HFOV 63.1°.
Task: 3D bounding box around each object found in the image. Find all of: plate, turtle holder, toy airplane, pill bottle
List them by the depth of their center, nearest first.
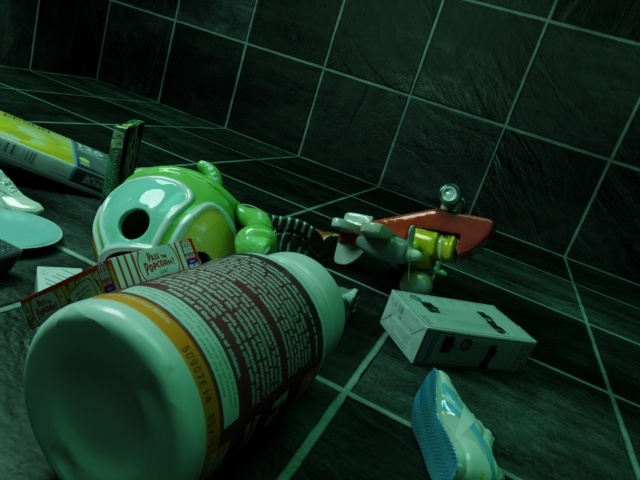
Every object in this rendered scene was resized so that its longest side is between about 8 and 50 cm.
[{"bbox_3d":[-0.129,0.139,0.665,0.224,0.224,0.392,25,19,21],"label":"pill bottle"},{"bbox_3d":[-0.248,0.011,0.936,0.320,0.243,0.227,22,32,-4],"label":"turtle holder"},{"bbox_3d":[-0.603,-0.016,1.007,0.188,0.024,0.188,16,18,-5],"label":"plate"},{"bbox_3d":[0.214,0.028,1.379,0.386,0.273,0.384,0,-15,-24],"label":"toy airplane"}]

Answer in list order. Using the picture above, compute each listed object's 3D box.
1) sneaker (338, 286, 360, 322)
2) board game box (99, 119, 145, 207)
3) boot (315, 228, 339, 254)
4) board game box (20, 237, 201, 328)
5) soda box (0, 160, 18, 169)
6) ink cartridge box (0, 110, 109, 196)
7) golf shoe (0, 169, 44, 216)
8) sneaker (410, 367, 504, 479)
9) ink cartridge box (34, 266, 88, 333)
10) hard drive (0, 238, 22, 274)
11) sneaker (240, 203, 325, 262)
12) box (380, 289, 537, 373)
[{"bbox_3d":[-0.006,0.131,1.078,0.132,0.086,0.228,17,6,15],"label":"sneaker"},{"bbox_3d":[-0.430,-0.124,1.113,0.030,0.260,0.136,15,17,-10],"label":"board game box"},{"bbox_3d":[0.000,0.000,1.522,0.084,0.059,0.158,18,8,11],"label":"boot"},{"bbox_3d":[-0.283,0.058,0.711,0.193,0.045,0.146,-21,0,29],"label":"board game box"},{"bbox_3d":[-0.841,-0.251,1.439,0.062,0.058,0.183,12,19,-19],"label":"soda box"},{"bbox_3d":[-0.716,-0.244,1.395,0.303,0.072,0.307,22,18,-37],"label":"ink cartridge box"},{"bbox_3d":[-0.673,-0.103,1.104,0.176,0.086,0.069,18,15,-7],"label":"golf shoe"},{"bbox_3d":[0.202,0.287,0.793,0.092,0.087,0.229,22,23,-10],"label":"sneaker"},{"bbox_3d":[-0.384,0.107,0.807,0.097,0.046,0.207,5,21,-31],"label":"ink cartridge box"},{"bbox_3d":[-0.645,0.008,0.836,0.254,0.054,0.172,20,17,8],"label":"hard drive"},{"bbox_3d":[-0.129,-0.023,1.389,0.281,0.106,0.162,26,-8,-23],"label":"sneaker"},{"bbox_3d":[0.298,0.199,1.139,0.289,0.087,0.169,10,19,-24],"label":"box"}]
